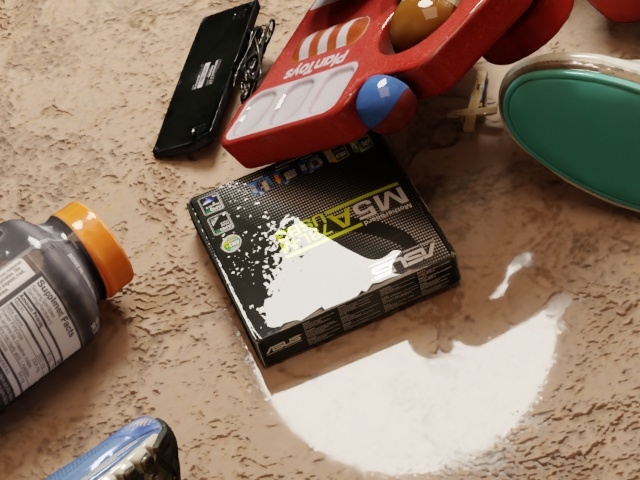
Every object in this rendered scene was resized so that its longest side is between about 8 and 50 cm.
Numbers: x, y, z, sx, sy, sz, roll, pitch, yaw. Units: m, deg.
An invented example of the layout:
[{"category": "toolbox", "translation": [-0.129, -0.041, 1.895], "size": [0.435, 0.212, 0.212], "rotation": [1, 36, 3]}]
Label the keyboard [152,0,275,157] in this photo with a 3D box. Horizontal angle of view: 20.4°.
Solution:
[{"category": "keyboard", "translation": [-0.094, -0.152, 1.724], "size": [0.100, 0.038, 0.192], "rotation": [-12, 46, 33]}]

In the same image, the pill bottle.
[{"category": "pill bottle", "translation": [-0.277, 0.069, 1.504], "size": [0.246, 0.130, 0.130], "rotation": [-38, 53, -20]}]

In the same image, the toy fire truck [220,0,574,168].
[{"category": "toy fire truck", "translation": [0.065, -0.178, 1.558], "size": [0.302, 0.169, 0.254], "rotation": [-9, 44, 49]}]

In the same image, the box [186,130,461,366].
[{"category": "box", "translation": [0.000, 0.000, 1.558], "size": [0.191, 0.045, 0.184], "rotation": [-23, 47, -6]}]

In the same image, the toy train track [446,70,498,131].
[{"category": "toy train track", "translation": [0.145, -0.127, 1.655], "size": [0.048, 0.014, 0.083], "rotation": [-2, 44, 20]}]

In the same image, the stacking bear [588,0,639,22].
[{"category": "stacking bear", "translation": [0.365, -0.238, 1.614], "size": [0.289, 0.164, 0.175], "rotation": [18, 56, 30]}]

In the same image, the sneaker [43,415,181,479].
[{"category": "sneaker", "translation": [-0.255, 0.231, 1.364], "size": [0.330, 0.129, 0.147], "rotation": [-34, 54, -16]}]

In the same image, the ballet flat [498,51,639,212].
[{"category": "ballet flat", "translation": [0.353, -0.082, 1.513], "size": [0.400, 0.139, 0.139], "rotation": [17, 56, 20]}]
